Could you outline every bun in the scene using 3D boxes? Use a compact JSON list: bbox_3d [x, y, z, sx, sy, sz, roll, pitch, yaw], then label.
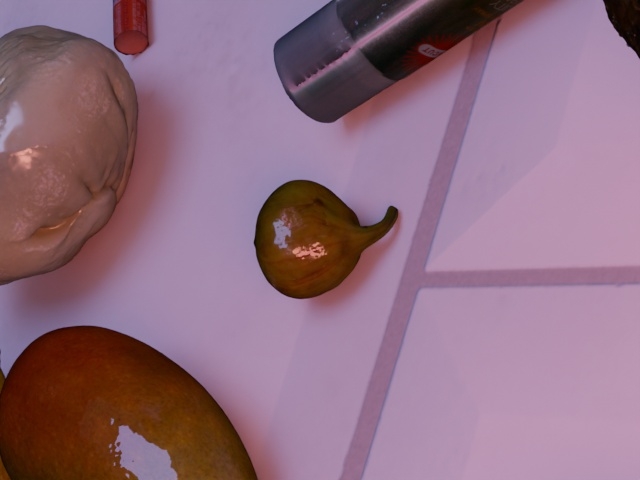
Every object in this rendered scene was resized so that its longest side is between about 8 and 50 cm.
[{"bbox_3d":[-0.250,-0.071,1.431,0.259,0.160,0.259,-48,25,32],"label":"bun"}]

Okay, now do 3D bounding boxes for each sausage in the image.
[{"bbox_3d":[-0.185,-0.235,1.570,0.034,0.034,0.129,-34,43,28],"label":"sausage"}]

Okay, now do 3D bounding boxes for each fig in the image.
[{"bbox_3d":[0.000,0.000,1.170,0.098,0.082,0.084,-1,27,31],"label":"fig"}]

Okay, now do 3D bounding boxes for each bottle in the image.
[{"bbox_3d":[0.091,-0.186,1.186,0.286,0.082,0.082,-31,45,31],"label":"bottle"}]

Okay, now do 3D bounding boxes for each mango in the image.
[{"bbox_3d":[-0.141,0.149,1.179,0.289,0.129,0.146,18,77,43],"label":"mango"}]

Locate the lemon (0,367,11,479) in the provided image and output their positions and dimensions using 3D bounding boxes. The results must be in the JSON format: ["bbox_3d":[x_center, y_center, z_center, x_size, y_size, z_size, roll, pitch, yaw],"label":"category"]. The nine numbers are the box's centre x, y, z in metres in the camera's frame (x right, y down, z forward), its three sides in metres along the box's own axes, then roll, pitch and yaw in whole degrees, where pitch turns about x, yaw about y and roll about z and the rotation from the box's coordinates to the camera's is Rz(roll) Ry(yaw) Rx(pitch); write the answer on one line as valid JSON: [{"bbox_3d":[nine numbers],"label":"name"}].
[{"bbox_3d":[-0.374,0.186,1.309,0.310,0.253,0.253,-54,36,-10],"label":"lemon"}]

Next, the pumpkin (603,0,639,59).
[{"bbox_3d":[0.281,-0.204,0.873,0.320,0.192,0.320,-25,58,47],"label":"pumpkin"}]
